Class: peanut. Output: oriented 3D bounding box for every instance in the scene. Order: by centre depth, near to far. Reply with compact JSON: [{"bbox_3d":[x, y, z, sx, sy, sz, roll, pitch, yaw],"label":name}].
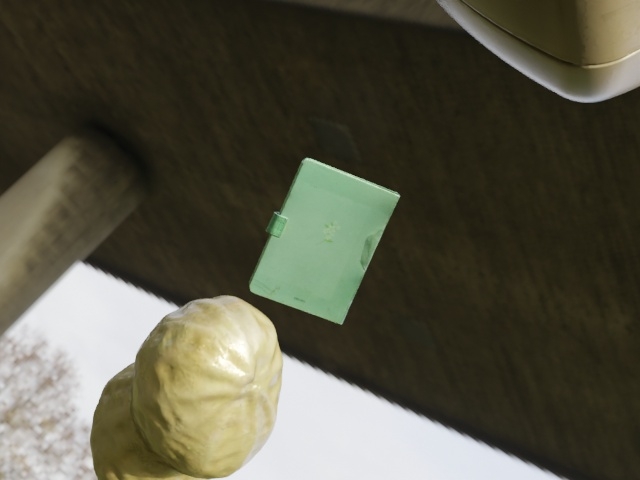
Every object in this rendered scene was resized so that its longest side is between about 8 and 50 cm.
[{"bbox_3d":[-0.074,0.094,0.608,0.082,0.082,0.187,42,-40,-2],"label":"peanut"}]

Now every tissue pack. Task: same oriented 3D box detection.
[{"bbox_3d":[0.230,-0.316,1.124,0.387,0.267,0.277,50,-13,38],"label":"tissue pack"}]

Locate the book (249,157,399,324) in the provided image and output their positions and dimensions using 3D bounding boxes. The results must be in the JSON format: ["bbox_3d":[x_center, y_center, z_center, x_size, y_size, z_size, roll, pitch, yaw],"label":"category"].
[{"bbox_3d":[0.000,0.000,1.059,0.103,0.135,0.017,20,12,-16],"label":"book"}]
